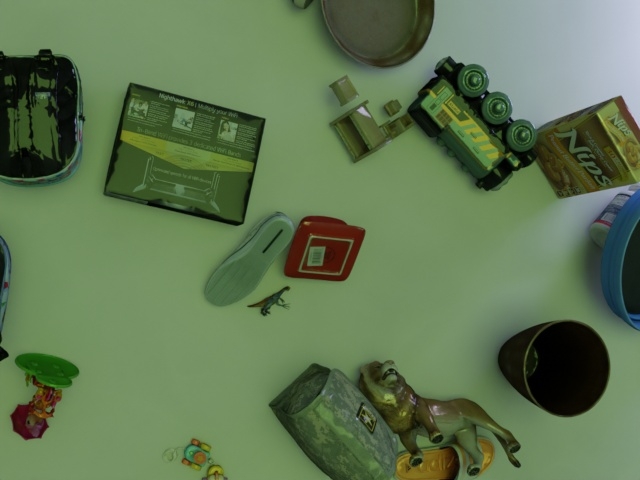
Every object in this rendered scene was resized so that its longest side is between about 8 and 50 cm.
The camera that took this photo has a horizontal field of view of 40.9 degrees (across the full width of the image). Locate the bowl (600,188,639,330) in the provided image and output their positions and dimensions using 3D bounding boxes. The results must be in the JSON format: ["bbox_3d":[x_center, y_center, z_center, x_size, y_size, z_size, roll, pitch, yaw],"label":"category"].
[{"bbox_3d":[0.836,0.033,2.107,0.391,0.077,0.392,-10,109,-31],"label":"bowl"}]

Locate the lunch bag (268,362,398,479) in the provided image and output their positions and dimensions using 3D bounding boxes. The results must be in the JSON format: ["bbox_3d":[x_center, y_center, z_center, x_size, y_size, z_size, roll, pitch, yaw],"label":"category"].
[{"bbox_3d":[0.038,0.400,1.831,0.169,0.287,0.235,-41,97,-13],"label":"lunch bag"}]

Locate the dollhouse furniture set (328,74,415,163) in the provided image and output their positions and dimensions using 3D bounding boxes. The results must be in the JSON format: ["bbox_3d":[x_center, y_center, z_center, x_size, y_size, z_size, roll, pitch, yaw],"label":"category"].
[{"bbox_3d":[0.102,-0.301,2.002,0.161,0.101,0.182,-36,97,-39],"label":"dollhouse furniture set"}]

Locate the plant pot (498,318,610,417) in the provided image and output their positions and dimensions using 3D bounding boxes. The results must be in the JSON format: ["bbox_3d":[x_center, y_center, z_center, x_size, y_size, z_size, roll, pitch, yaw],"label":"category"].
[{"bbox_3d":[0.515,0.285,1.996,0.215,0.230,0.216,1,88,-15],"label":"plant pot"}]

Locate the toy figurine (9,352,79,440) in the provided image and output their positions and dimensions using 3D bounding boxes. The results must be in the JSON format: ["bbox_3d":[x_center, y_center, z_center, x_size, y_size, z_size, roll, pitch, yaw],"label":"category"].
[{"bbox_3d":[-0.569,0.334,1.744,0.130,0.173,0.159,13,97,-32],"label":"toy figurine"}]

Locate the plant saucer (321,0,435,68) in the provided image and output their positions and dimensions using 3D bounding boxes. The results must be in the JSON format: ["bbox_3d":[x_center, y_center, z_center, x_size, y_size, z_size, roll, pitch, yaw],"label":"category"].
[{"bbox_3d":[0.128,-0.552,1.998,0.310,0.050,0.311,0,91,-28],"label":"plant saucer"}]

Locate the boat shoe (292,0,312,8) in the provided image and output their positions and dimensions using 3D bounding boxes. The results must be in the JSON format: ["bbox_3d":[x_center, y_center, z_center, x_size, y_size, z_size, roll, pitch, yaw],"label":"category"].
[{"bbox_3d":[-0.035,-0.705,1.964,0.158,0.127,0.341,23,80,1],"label":"boat shoe"}]

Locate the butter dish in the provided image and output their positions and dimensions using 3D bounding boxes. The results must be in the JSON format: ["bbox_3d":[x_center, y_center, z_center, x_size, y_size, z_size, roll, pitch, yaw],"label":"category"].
[{"bbox_3d":[0.000,0.000,1.934,0.159,0.118,0.160,5,127,-19],"label":"butter dish"}]

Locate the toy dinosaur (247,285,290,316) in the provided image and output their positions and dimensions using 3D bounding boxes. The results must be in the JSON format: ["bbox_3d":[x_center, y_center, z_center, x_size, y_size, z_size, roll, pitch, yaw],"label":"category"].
[{"bbox_3d":[-0.106,0.129,1.933,0.090,0.047,0.082,27,62,-2],"label":"toy dinosaur"}]

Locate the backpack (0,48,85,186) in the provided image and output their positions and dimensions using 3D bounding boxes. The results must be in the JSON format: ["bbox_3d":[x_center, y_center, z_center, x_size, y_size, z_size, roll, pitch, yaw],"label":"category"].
[{"bbox_3d":[-0.589,-0.234,1.736,0.225,0.191,0.254,-4,81,-13],"label":"backpack"}]

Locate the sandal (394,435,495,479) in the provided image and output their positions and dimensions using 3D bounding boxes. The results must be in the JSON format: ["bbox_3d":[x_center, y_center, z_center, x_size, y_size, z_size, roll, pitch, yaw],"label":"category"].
[{"bbox_3d":[0.299,0.527,2.005,0.265,0.076,0.102,-6,89,-16],"label":"sandal"}]

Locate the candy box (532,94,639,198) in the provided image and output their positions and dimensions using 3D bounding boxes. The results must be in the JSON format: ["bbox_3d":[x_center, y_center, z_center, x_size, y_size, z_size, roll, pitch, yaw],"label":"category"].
[{"bbox_3d":[0.626,-0.210,2.007,0.087,0.316,0.183,-35,96,-15],"label":"candy box"}]

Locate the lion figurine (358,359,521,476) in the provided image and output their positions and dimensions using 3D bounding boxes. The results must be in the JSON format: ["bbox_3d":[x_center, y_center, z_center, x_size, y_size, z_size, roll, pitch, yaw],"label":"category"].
[{"bbox_3d":[0.270,0.406,1.967,0.392,0.240,0.142,23,111,-29],"label":"lion figurine"}]

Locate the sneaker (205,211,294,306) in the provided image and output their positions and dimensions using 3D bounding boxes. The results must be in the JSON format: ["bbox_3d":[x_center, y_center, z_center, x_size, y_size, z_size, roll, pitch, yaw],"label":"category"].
[{"bbox_3d":[-0.153,0.042,1.901,0.258,0.091,0.094,-43,104,8],"label":"sneaker"}]

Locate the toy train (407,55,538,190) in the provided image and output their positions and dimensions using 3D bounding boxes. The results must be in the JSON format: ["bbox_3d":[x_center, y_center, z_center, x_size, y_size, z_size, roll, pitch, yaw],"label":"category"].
[{"bbox_3d":[0.363,-0.273,2.039,0.190,0.142,0.334,-44,101,-1],"label":"toy train"}]

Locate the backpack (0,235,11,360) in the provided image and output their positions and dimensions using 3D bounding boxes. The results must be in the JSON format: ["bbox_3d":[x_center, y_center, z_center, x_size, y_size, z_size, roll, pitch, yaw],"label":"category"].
[{"bbox_3d":[-0.725,0.082,1.676,0.276,0.213,0.264,14,92,-20],"label":"backpack"}]

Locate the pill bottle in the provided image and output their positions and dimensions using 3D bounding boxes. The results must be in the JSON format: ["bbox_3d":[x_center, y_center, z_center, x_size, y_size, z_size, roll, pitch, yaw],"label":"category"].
[{"bbox_3d":[0.767,-0.061,2.147,0.108,0.108,0.180,46,77,-9],"label":"pill bottle"}]

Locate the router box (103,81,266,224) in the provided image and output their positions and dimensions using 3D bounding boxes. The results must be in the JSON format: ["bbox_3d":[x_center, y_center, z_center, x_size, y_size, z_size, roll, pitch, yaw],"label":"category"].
[{"bbox_3d":[-0.295,-0.183,1.872,0.308,0.081,0.243,14,84,-14],"label":"router box"}]

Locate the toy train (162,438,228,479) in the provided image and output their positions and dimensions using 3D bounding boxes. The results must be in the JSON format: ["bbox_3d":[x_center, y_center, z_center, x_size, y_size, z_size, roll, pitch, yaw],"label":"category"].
[{"bbox_3d":[-0.269,0.518,1.864,0.125,0.046,0.166,-24,94,-16],"label":"toy train"}]
